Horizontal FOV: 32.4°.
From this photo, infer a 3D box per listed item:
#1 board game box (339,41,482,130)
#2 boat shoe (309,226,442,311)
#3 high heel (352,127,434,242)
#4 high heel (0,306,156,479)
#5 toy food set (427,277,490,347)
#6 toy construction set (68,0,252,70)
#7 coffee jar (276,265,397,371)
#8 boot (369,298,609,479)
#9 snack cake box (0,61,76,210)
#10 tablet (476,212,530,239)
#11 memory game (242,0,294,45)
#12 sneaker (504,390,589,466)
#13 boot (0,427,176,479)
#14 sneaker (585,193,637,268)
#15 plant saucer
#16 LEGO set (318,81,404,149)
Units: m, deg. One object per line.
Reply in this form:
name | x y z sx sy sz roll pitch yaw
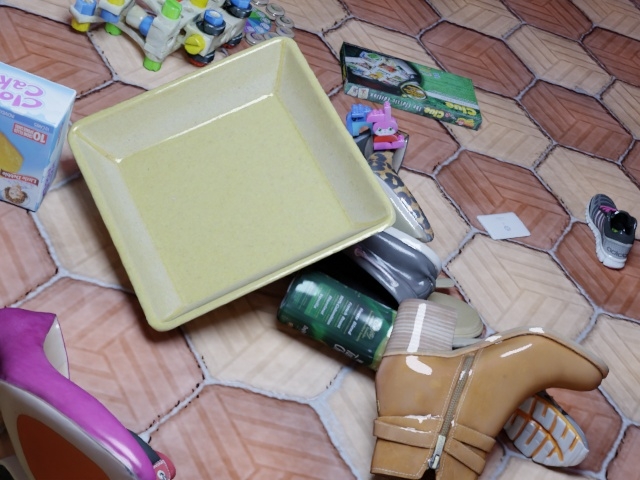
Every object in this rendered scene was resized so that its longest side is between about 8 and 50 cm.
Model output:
board game box | 0.161 -0.278 1.980 0.259 0.030 0.136 14 37 -15
boat shoe | 0.000 0.000 1.492 0.335 0.112 0.095 25 60 17
high heel | 0.132 -0.094 1.693 0.186 0.093 0.261 -19 47 -35
high heel | -0.242 0.144 1.087 0.377 0.127 0.181 20 33 39
toy food set | 0.165 0.111 1.502 0.132 0.039 0.192 3 25 -22
toy construction set | -0.236 -0.395 1.809 0.215 0.151 0.328 31 49 7
coffee jar | 0.039 0.107 1.412 0.184 0.096 0.079 27 76 2
boot | 0.200 0.206 1.320 0.283 0.109 0.220 16 70 -12
snack cake box | -0.459 -0.157 1.392 0.264 0.152 0.089 20 39 -7
tablet | 0.296 -0.024 1.781 0.083 0.006 0.054 -7 49 -34
memory game | -0.132 -0.405 1.972 0.186 0.012 0.186 16 40 -13
sneaker | 0.264 0.208 1.437 0.215 0.084 0.083 40 35 18
boot | -0.192 0.289 1.086 0.176 0.088 0.244 -10 47 -39
sneaker | 0.492 -0.031 1.842 0.063 0.075 0.170 18 39 -10
plant saucer | -0.118 -0.069 1.432 0.332 0.081 0.333 -25 65 -9
LEGO set | 0.011 -0.194 1.685 0.227 0.093 0.087 -4 29 2
